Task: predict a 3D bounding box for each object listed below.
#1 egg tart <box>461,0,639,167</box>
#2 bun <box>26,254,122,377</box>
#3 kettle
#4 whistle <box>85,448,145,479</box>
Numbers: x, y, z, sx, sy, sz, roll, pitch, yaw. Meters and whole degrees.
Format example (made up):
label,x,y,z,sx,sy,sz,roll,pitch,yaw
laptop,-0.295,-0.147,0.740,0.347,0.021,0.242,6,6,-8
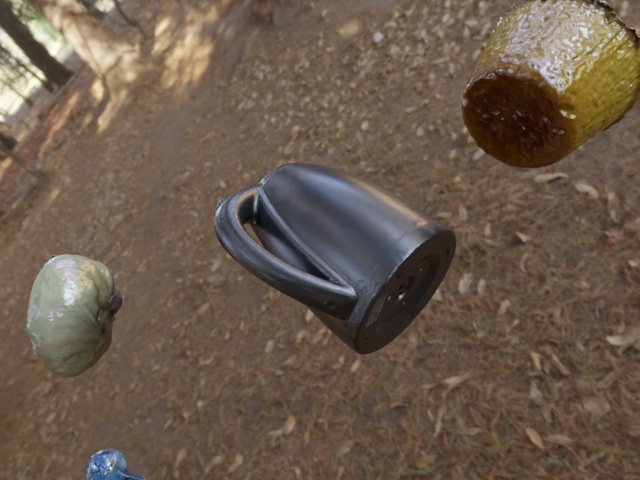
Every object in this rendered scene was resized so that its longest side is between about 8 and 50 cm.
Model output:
label,x,y,z,sx,sy,sz,roll,pitch,yaw
egg tart,0.293,-0.198,0.809,0.215,0.215,0.171,-5,36,53
bun,-0.537,0.161,1.374,0.168,0.273,0.273,4,43,3
kettle,0.000,0.000,0.860,0.290,0.268,0.207,39,124,25
whistle,-0.436,0.481,1.291,0.090,0.158,0.090,-5,63,9
